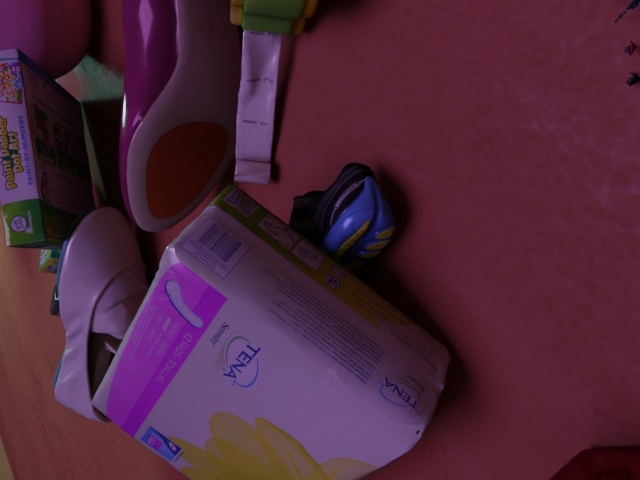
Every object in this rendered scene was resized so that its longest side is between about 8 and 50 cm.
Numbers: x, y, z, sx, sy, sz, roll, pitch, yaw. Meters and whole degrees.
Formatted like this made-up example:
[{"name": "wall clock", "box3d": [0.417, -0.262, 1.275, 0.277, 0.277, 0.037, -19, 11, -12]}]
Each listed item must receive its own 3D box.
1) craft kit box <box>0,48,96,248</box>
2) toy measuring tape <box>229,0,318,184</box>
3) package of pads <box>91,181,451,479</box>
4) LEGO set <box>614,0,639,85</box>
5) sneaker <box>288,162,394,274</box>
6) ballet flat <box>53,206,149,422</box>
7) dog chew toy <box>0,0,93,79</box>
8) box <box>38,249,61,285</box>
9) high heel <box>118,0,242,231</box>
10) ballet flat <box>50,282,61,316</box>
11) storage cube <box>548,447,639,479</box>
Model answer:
[{"name": "craft kit box", "box3d": [-0.390, -0.110, 0.839, 0.250, 0.060, 0.247, 150, 108, -84]}, {"name": "toy measuring tape", "box3d": [-0.041, -0.171, 0.460, 0.121, 0.121, 0.330, 40, 133, 37]}, {"name": "package of pads", "box3d": [-0.057, 0.127, 0.508, 0.229, 0.101, 0.296, 37, 133, -1]}, {"name": "LEGO set", "box3d": [0.174, -0.121, 0.296, 0.054, 0.023, 0.083, 37, 139, 41]}, {"name": "sneaker", "box3d": [0.000, 0.000, 0.512, 0.188, 0.067, 0.078, -45, 44, 48]}, {"name": "ballet flat", "box3d": [-0.315, 0.131, 0.879, 0.139, 0.139, 0.400, 47, 131, 32]}, {"name": "dog chew toy", "box3d": [-0.494, -0.319, 0.793, 0.206, 0.331, 0.207, 17, 113, 48]}, {"name": "box", "box3d": [-0.446, -0.017, 1.003, 0.105, 0.043, 0.179, -25, 62, 50]}, {"name": "high heel", "box3d": [-0.152, -0.200, 0.591, 0.181, 0.127, 0.377, 44, 121, 35]}, {"name": "ballet flat", "box3d": [-0.436, 0.062, 1.057, 0.250, 0.058, 0.084, -51, 39, 38]}, {"name": "storage cube", "box3d": [0.188, 0.204, 0.235, 0.193, 0.183, 0.215, -28, 78, 49]}]
